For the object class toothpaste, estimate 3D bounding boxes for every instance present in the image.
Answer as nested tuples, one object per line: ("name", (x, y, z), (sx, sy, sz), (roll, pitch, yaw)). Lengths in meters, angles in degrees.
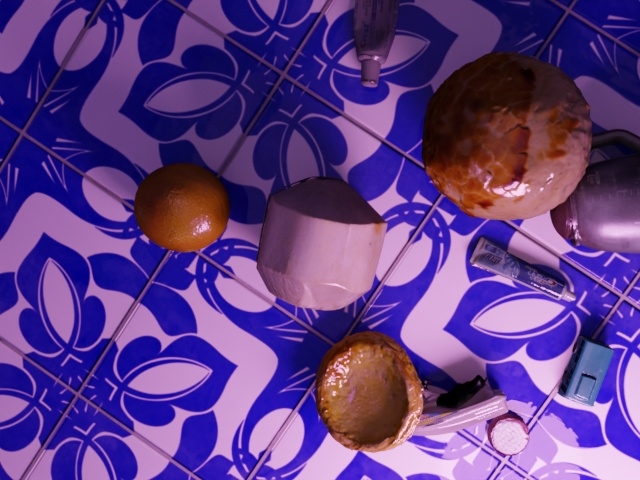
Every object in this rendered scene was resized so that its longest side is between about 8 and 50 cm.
("toothpaste", (0.134, -0.515, 1.777), (0.099, 0.068, 0.282), (7, 87, -22))
("toothpaste", (0.497, 0.080, 1.772), (0.269, 0.047, 0.069), (26, 108, 8))

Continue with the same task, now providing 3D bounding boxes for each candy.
("candy", (0.464, 0.480, 1.793), (0.103, 0.043, 0.103), (0, 93, 7))

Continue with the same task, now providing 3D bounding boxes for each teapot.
("teapot", (0.685, -0.118, 1.671), (0.313, 0.233, 0.314), (-4, 64, 12))

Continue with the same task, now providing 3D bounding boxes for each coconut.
("coconut", (0.000, 0.000, 1.700), (0.323, 0.323, 0.322), (0, 93, 6))

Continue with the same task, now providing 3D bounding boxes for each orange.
("orange", (-0.334, -0.080, 1.768), (0.237, 0.236, 0.236), (0, 93, 6))

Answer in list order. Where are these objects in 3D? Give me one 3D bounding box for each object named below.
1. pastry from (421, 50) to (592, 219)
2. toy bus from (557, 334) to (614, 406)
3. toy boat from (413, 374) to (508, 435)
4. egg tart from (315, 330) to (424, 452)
("pastry", (0.391, -0.227, 1.599), (0.389, 0.313, 0.388), (5, 97, 46))
("toy bus", (0.635, 0.317, 1.743), (0.079, 0.092, 0.160), (20, 95, 6))
("toy boat", (0.315, 0.399, 1.763), (0.270, 0.141, 0.140), (-8, 92, 8))
("egg tart", (0.123, 0.367, 1.761), (0.294, 0.123, 0.293), (-6, 75, 25))
